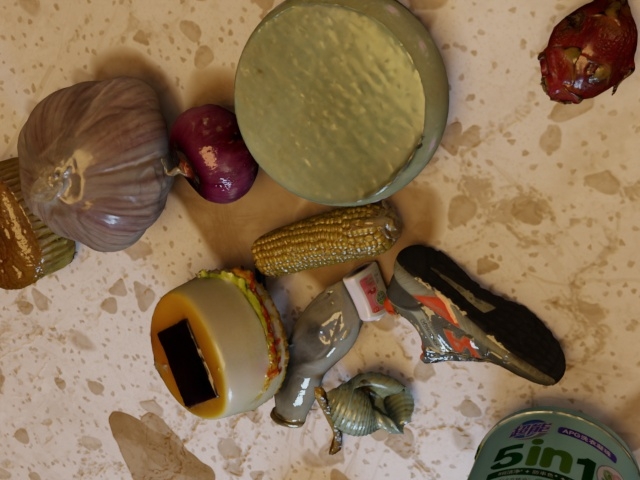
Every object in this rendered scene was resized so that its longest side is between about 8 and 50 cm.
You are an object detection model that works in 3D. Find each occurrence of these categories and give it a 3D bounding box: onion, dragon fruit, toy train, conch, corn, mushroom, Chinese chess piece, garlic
[{"bbox_3d":[-0.185,-0.147,1.636,0.177,0.177,0.153,37,86,6],"label":"onion"},{"bbox_3d":[0.397,-0.308,1.349,0.125,0.125,0.246,15,98,-15],"label":"dragon fruit"},{"bbox_3d":[-0.113,0.059,1.774,0.017,0.017,0.083,4,113,20],"label":"toy train"},{"bbox_3d":[0.087,0.292,1.733,0.153,0.102,0.135,10,116,-28],"label":"conch"},{"bbox_3d":[0.000,0.000,1.652,0.293,0.106,0.106,-15,104,27],"label":"corn"},{"bbox_3d":[-0.014,0.213,1.754,0.109,0.097,0.351,40,126,18],"label":"mushroom"},{"bbox_3d":[0.034,-0.228,1.517,0.349,0.146,0.349,9,114,21],"label":"Chinese chess piece"},{"bbox_3d":[-0.404,-0.139,1.681,0.317,0.259,0.317,11,118,20],"label":"garlic"}]

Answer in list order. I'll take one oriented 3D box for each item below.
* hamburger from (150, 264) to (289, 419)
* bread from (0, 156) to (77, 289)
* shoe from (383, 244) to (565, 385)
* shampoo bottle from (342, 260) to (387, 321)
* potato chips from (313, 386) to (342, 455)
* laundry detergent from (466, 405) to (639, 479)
[{"bbox_3d":[-0.179,0.189,1.751,0.294,0.179,0.276,-32,79,49],"label":"hamburger"},{"bbox_3d":[-0.609,-0.034,1.885,0.227,0.142,0.253,-6,110,33],"label":"bread"},{"bbox_3d":[0.240,0.164,1.605,0.336,0.132,0.171,36,125,9],"label":"shoe"},{"bbox_3d":[0.086,0.095,1.670,0.043,0.072,0.099,-8,110,51],"label":"shampoo bottle"},{"bbox_3d":[0.018,0.340,1.789,0.037,0.026,0.204,-9,135,4],"label":"potato chips"},{"bbox_3d":[0.372,0.443,1.551,0.287,0.305,0.287,9,114,20],"label":"laundry detergent"}]
